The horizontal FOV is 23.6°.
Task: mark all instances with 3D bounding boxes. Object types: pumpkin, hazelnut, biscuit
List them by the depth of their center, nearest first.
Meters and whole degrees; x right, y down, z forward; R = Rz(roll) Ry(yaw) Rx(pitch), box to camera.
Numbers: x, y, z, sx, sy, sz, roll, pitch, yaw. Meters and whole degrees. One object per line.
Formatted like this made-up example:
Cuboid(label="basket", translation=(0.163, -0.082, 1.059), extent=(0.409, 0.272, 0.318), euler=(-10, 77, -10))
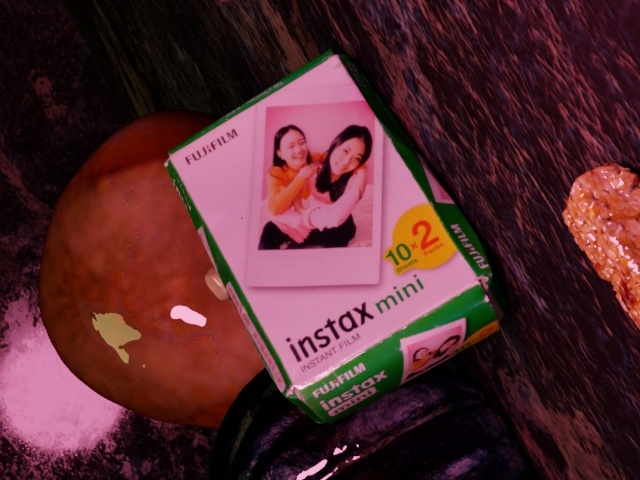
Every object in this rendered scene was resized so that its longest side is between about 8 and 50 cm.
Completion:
Cuboid(label="biscuit", translation=(0.188, 0.048, 0.763), extent=(0.199, 0.034, 0.064), euler=(57, 171, 20))
Cuboid(label="pumpkin", translation=(0.060, 0.261, 1.399), extent=(0.363, 0.266, 0.363), euler=(55, 165, 22))
Cuboid(label="hazelnut", translation=(-0.129, 0.034, 1.669), extent=(0.366, 0.366, 0.366), euler=(59, 171, 16))

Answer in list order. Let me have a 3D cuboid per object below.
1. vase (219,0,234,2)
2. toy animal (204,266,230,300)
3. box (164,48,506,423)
Cuboid(label="vase", translation=(-0.075, -0.240, 1.169), extent=(0.115, 0.115, 0.237), euler=(64, 175, -14))
Cuboid(label="toy animal", translation=(-0.012, 0.009, 1.344), extent=(0.121, 0.168, 0.233), euler=(48, 171, -10))
Cuboid(label="box", translation=(0.010, -0.001, 1.162), extent=(0.250, 0.180, 0.103), euler=(59, -178, 26))
